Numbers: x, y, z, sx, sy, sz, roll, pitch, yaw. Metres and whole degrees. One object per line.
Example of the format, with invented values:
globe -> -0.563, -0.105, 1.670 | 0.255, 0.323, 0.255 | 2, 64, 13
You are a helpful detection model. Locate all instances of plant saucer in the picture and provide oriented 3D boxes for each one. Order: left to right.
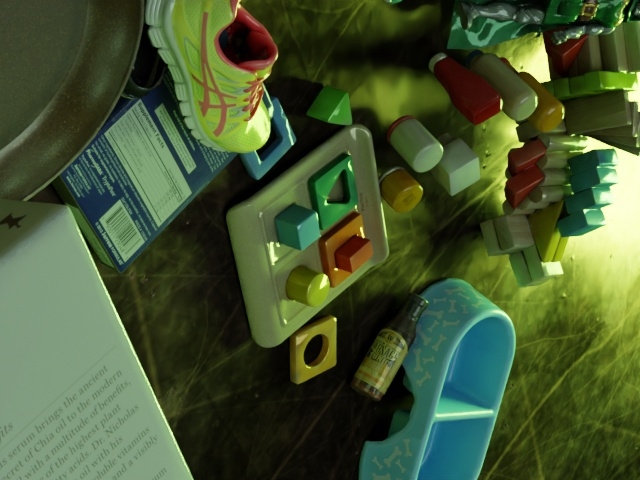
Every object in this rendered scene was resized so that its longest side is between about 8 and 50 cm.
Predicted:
plant saucer -> -0.273, -0.135, 1.193 | 0.311, 0.050, 0.310 | -34, 149, -24

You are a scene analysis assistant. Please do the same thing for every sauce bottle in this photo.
sauce bottle -> 0.080, 0.119, 1.772 | 0.042, 0.042, 0.128 | 40, 75, -49

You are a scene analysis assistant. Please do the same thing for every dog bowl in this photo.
dog bowl -> 0.145, 0.196, 1.854 | 0.166, 0.074, 0.297 | 4, 104, -49

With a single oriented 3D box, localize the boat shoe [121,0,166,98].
boat shoe -> -0.148, -0.188, 1.349 | 0.049, 0.042, 0.133 | 15, 80, -30

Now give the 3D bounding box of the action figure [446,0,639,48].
action figure -> 0.263, -0.261, 1.700 | 0.232, 0.063, 0.137 | -1, 130, -20

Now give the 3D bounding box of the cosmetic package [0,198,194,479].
cosmetic package -> -0.236, 0.214, 1.217 | 0.230, 0.162, 0.453 | -43, 126, -38

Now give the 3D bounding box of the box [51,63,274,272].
box -> -0.143, -0.094, 1.423 | 0.225, 0.036, 0.136 | -46, 136, -22

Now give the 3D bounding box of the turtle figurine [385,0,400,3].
turtle figurine -> 0.092, -0.331, 1.507 | 0.234, 0.118, 0.175 | -25, 152, -57

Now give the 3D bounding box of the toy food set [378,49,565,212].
toy food set -> 0.145, -0.135, 1.705 | 0.232, 0.104, 0.111 | -31, 145, -12

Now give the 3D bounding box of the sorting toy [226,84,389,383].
sorting toy -> 0.000, 0.000, 1.619 | 0.196, 0.047, 0.347 | -35, 131, -32

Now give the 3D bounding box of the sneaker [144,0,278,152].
sneaker -> -0.076, -0.145, 1.353 | 0.208, 0.094, 0.081 | 62, 39, -51

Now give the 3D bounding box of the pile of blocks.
pile of blocks -> 0.281, -0.107, 1.802 | 0.113, 0.149, 0.362 | -5, 112, -47
